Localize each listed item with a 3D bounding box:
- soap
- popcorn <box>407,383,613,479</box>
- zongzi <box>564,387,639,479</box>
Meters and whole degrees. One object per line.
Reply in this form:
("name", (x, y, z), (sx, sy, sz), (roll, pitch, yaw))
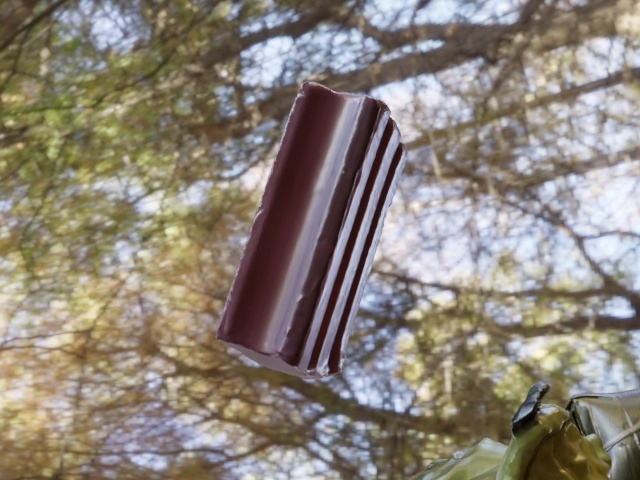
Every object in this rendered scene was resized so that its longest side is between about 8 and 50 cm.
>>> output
("soap", (0.000, 0.000, 1.556), (0.233, 0.128, 0.360), (50, -123, -70))
("popcorn", (0.200, 0.309, 1.191), (0.237, 0.293, 0.293), (42, -122, -1))
("zongzi", (0.428, 0.266, 1.354), (0.111, 0.247, 0.241), (62, -163, -48))
